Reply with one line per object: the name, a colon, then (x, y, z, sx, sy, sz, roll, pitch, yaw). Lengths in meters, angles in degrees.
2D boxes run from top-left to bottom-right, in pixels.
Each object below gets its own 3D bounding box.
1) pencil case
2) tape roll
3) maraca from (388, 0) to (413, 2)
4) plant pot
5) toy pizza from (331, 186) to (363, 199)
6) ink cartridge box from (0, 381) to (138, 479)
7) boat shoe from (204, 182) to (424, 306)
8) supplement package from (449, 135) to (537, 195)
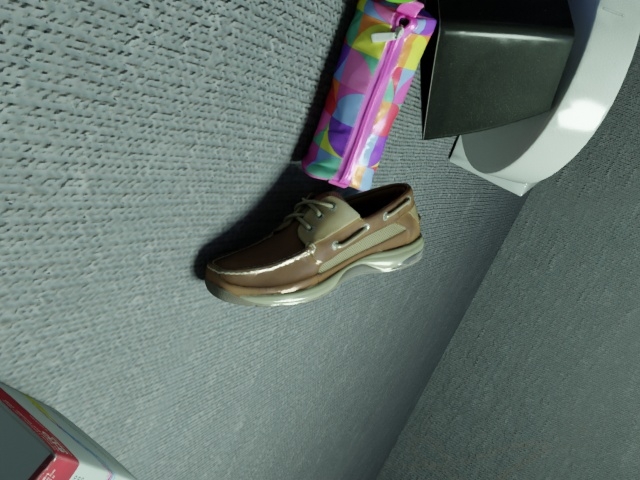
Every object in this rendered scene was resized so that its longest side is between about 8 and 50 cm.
pencil case: (0.054, -0.175, 0.774, 0.104, 0.104, 0.236, -24, 139, -56)
tape roll: (0.333, -0.281, 0.992, 0.392, 0.071, 0.392, -166, -90, -78)
maraca: (0.062, -0.301, 0.633, 0.185, 0.099, 0.127, -8, 102, -38)
plant pot: (0.221, -0.257, 0.843, 0.187, 0.166, 0.188, 88, 4, -54)
toy pizza: (0.000, 0.000, 0.972, 0.201, 0.032, 0.201, -48, 157, -28)
ink cartridge box: (-0.259, 0.208, 0.538, 0.128, 0.127, 0.176, -53, 159, -18)
boat shoe: (-0.002, -0.006, 0.822, 0.324, 0.123, 0.117, -17, 114, -37)
supplement package: (0.438, -0.238, 1.427, 0.293, 0.177, 0.175, -27, 142, -53)
